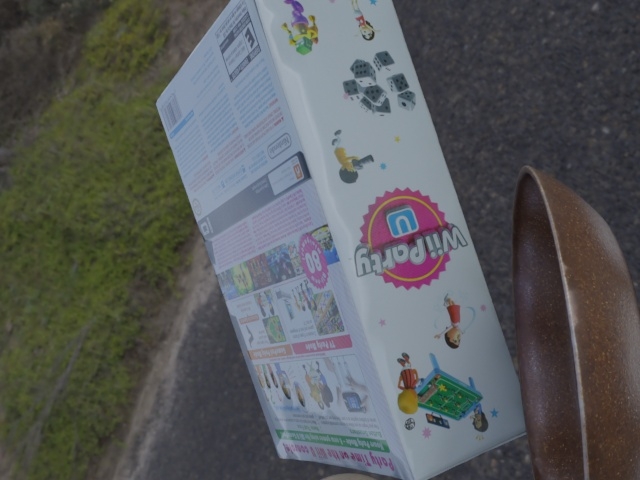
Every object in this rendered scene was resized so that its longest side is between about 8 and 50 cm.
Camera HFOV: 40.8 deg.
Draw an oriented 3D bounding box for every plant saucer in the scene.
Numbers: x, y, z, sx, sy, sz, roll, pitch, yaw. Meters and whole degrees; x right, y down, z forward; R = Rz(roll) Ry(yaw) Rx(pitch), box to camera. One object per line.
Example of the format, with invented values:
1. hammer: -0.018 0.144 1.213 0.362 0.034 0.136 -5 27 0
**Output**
1. plant saucer: 0.122 0.062 0.411 0.198 0.036 0.199 -6 -90 -83

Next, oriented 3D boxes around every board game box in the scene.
1. board game box: 0.000 0.000 0.599 0.224 0.097 0.304 -21 86 65

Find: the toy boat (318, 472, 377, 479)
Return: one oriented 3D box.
1. toy boat: 0.034 0.275 0.827 0.267 0.148 0.318 117 172 -49
